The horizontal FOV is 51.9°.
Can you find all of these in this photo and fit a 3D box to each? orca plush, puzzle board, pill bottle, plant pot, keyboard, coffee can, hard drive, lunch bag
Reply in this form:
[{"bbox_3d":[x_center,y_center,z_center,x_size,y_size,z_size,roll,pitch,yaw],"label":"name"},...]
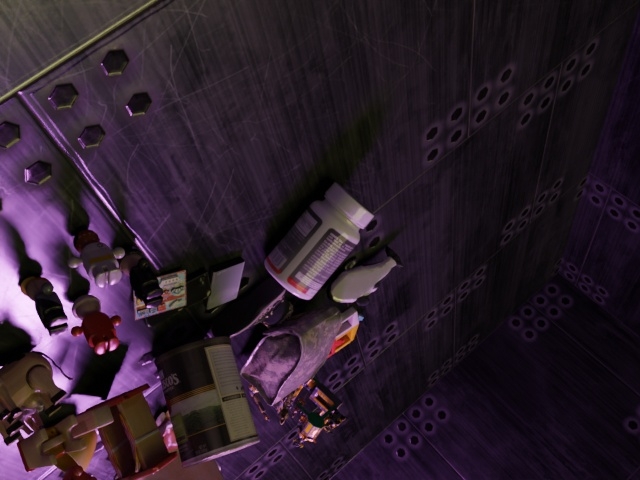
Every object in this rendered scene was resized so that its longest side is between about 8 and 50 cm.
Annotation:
[{"bbox_3d":[0.121,0.112,2.118,0.287,0.102,0.151,-43,108,-25],"label":"orca plush"},{"bbox_3d":[-0.366,0.125,1.508,0.128,0.011,0.097,-15,124,-35],"label":"puzzle board"},{"bbox_3d":[0.000,0.000,1.706,0.283,0.161,0.161,-50,151,8],"label":"pill bottle"},{"bbox_3d":[-0.414,0.792,2.019,0.333,0.305,0.334,-32,148,-23],"label":"plant pot"},{"bbox_3d":[-0.344,0.126,1.560,0.180,0.023,0.108,-29,137,-28],"label":"keyboard"},{"bbox_3d":[-0.287,0.406,1.667,0.201,0.276,0.201,-18,164,-6],"label":"coffee can"},{"bbox_3d":[-0.245,0.108,1.669,0.094,0.022,0.135,-20,142,-37],"label":"hard drive"},{"bbox_3d":[-0.074,0.320,1.985,0.235,0.169,0.287,-21,148,-55],"label":"lunch bag"},{"bbox_3d":[-0.603,0.497,1.608,0.095,0.134,0.134,-52,162,-44],"label":"plant pot"}]

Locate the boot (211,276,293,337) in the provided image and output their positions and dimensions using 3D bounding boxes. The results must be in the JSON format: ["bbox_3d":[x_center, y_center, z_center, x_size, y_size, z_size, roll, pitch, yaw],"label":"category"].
[{"bbox_3d":[-0.178,0.216,1.829,0.236,0.085,0.179,-38,153,-10],"label":"boot"}]

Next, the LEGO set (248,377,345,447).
[{"bbox_3d":[-0.099,0.543,2.139,0.192,0.331,0.255,-59,169,26],"label":"LEGO set"}]

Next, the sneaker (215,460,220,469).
[{"bbox_3d":[-0.429,0.899,2.332,0.131,0.112,0.297,-14,138,-44],"label":"sneaker"}]

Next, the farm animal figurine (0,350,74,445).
[{"bbox_3d":[-0.641,0.306,1.263,0.330,0.172,0.326,-46,173,30],"label":"farm animal figurine"}]

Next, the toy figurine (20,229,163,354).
[{"bbox_3d":[-0.442,0.094,1.286,0.213,0.148,0.209,-45,145,4],"label":"toy figurine"}]

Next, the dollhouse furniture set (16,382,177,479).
[{"bbox_3d":[-0.510,0.479,1.479,0.152,0.201,0.374,-25,175,21],"label":"dollhouse furniture set"}]

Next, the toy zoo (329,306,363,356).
[{"bbox_3d":[0.038,0.344,2.319,0.293,0.030,0.192,-30,147,-25],"label":"toy zoo"}]

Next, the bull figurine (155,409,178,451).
[{"bbox_3d":[-0.363,0.529,1.968,0.310,0.101,0.189,-21,139,-41],"label":"bull figurine"}]
